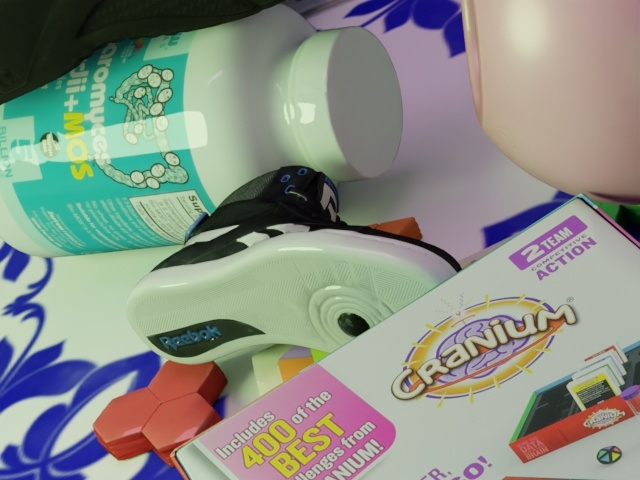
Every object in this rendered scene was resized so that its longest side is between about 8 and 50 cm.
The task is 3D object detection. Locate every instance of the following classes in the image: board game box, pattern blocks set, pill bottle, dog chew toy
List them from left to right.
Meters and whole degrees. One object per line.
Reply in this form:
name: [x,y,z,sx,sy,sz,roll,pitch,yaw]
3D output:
pill bottle: [-0.085,-0.071,1.152,0.264,0.146,0.146,-6,38,30]
pattern blocks set: [0.050,0.066,0.971,0.325,0.026,0.285,-33,32,-9]
board game box: [0.103,0.131,0.775,0.242,0.064,0.316,-32,37,-7]
dog chew toy: [0.238,-0.130,0.915,0.331,0.207,0.206,-7,34,2]

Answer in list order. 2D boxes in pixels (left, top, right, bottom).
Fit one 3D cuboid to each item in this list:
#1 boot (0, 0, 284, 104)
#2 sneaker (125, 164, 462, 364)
boot: [-0.140,-0.250,1.099,0.377,0.138,0.284,-23,57,14]
sneaker: [0.000,0.000,1.002,0.217,0.079,0.121,-6,35,38]
